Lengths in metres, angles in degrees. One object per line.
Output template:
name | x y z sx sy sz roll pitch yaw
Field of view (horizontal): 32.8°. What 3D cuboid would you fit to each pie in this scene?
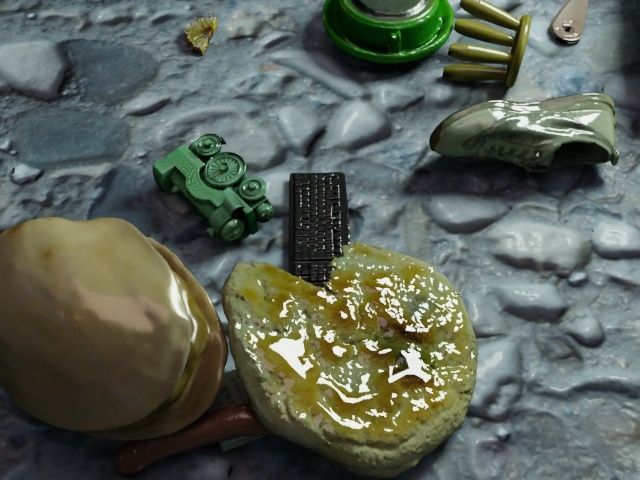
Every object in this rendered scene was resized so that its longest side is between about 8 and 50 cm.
pie | 0.044 0.121 1.260 0.337 0.075 0.338 12 46 -13

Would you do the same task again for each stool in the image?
stool | 0.249 -0.293 1.630 0.110 0.134 0.135 14 31 3

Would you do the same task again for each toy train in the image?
toy train | -0.140 -0.069 1.468 0.104 0.071 0.178 -35 56 -18

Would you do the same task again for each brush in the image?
brush | 0.443 -0.437 1.797 0.072 0.067 0.313 20 54 15

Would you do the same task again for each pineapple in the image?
pineapple | -0.193 -0.329 1.724 0.045 0.019 0.083 14 53 8

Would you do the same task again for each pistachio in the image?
pistachio | -0.255 0.092 1.222 0.321 0.229 0.238 22 86 28

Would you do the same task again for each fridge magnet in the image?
fridge magnet | 0.106 -0.356 1.704 0.207 0.088 0.208 0 49 0

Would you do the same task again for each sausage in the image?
sausage | -0.140 0.218 1.214 0.186 0.043 0.043 -17 50 1

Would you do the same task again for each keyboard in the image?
keyboard | 0.000 0.000 1.442 0.087 0.017 0.251 -1 48 1

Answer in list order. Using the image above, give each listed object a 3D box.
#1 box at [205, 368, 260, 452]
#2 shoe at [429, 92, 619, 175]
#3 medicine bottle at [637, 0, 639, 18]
box | -0.055 0.178 1.281 0.166 0.024 0.090 -19 53 -16
shoe | 0.288 -0.139 1.514 0.274 0.103 0.098 -7 61 -5
medicine bottle | 0.589 -0.372 1.642 0.212 0.212 0.326 6 50 5
